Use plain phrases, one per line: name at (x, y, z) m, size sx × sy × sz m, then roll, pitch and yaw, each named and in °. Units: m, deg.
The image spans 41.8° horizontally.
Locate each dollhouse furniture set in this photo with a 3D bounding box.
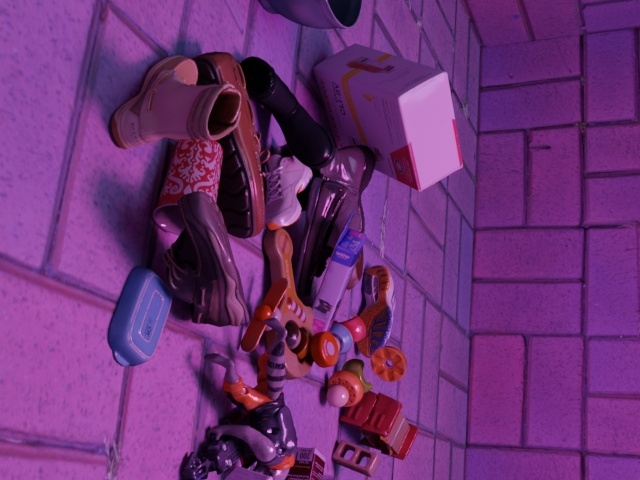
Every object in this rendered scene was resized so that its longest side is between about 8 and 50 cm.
dollhouse furniture set at (0.113, 0.619, 2.333) m, size 0.374 × 0.152 × 0.201 m, roll -60°, pitch 145°, yaw -24°

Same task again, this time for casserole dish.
casserole dish at (-0.310, 0.133, 1.472) m, size 0.114 × 0.037 × 0.188 m, roll 59°, pitch 37°, yaw -48°

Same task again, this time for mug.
mug at (-0.251, -0.100, 1.582) m, size 0.113 × 0.150 × 0.169 m, roll 22°, pitch 57°, yaw -24°

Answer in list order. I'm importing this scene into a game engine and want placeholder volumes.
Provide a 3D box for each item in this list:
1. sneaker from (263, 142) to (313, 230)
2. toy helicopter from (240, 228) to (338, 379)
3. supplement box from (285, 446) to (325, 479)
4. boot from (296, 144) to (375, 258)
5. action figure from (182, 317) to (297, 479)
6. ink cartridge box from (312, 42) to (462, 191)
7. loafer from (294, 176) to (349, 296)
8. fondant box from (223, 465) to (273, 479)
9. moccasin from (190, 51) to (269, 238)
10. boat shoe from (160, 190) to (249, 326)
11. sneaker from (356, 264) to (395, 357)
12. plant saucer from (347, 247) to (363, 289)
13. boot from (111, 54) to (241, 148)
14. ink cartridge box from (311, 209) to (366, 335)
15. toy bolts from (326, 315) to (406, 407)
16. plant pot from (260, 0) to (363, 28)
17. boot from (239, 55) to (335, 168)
sneaker at (-0.099, -0.129, 1.938) m, size 0.262 × 0.099 × 0.121 m, roll -75°, pitch 145°, yaw -50°
toy helicopter at (-0.092, 0.141, 1.918) m, size 0.235 × 0.140 × 0.354 m, roll 14°, pitch 64°, yaw -57°
supplement box at (-0.077, 0.583, 1.858) m, size 0.073 × 0.130 × 0.239 m, roll 56°, pitch 37°, yaw -52°
boot at (0.015, -0.092, 2.177) m, size 0.223 × 0.118 × 0.337 m, roll -10°, pitch 112°, yaw -48°
action figure at (-0.135, 0.365, 1.685) m, size 0.341 × 0.179 × 0.330 m, roll -38°, pitch 122°, yaw -59°
ink cartridge box at (0.173, -0.330, 2.204) m, size 0.160 × 0.385 × 0.279 m, roll -32°, pitch 126°, yaw -19°
loafer at (0.000, 0.000, 2.040) m, size 0.109 × 0.095 × 0.302 m, roll -71°, pitch 171°, yaw -77°
fondant box at (-0.190, 0.618, 1.538) m, size 0.330 × 0.096 × 0.238 m, roll -42°, pitch 127°, yaw -44°
moccasin at (-0.179, -0.192, 1.705) m, size 0.147 × 0.139 × 0.379 m, roll -27°, pitch 103°, yaw -56°
boat shoe at (-0.217, 0.057, 1.510) m, size 0.355 × 0.130 × 0.132 m, roll 81°, pitch -7°, yaw -50°
sneaker at (0.185, 0.227, 2.529) m, size 0.131 × 0.112 × 0.296 m, roll 54°, pitch 41°, yaw -53°
plant saucer at (0.095, 0.042, 2.385) m, size 0.198 × 0.036 × 0.198 m, roll -1°, pitch 90°, yaw -79°
boot at (-0.226, -0.254, 1.487) m, size 0.262 × 0.204 × 0.095 m, roll -61°, pitch 143°, yaw -48°
ink cartridge box at (0.042, 0.091, 2.072) m, size 0.186 × 0.065 × 0.311 m, roll -52°, pitch 161°, yaw -72°
toy bolts at (0.090, 0.321, 2.216) m, size 0.158 × 0.218 × 0.228 m, roll -31°, pitch 98°, yaw -57°
plant pot at (-0.040, -0.634, 1.971) m, size 0.293 × 0.196 × 0.292 m, roll -3°, pitch 90°, yaw -66°
boot at (-0.082, -0.285, 1.877) m, size 0.246 × 0.094 × 0.207 m, roll 57°, pitch 10°, yaw 25°
